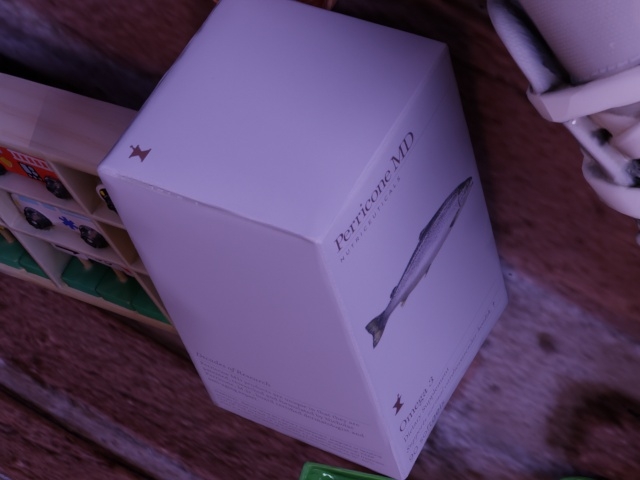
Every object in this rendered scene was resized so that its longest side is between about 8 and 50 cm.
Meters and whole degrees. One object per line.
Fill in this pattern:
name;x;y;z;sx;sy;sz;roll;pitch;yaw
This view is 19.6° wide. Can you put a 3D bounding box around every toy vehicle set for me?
toy vehicle set;-0.126;-0.019;0.942;0.267;0.035;0.166;17;154;33

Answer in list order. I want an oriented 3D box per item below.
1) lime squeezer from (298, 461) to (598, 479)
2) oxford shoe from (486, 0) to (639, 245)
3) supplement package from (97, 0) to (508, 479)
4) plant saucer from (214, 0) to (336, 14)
lime squeezer;0.128;0.122;0.859;0.110;0.059;0.310;46;150;-24
oxford shoe;0.140;-0.041;0.551;0.449;0.130;0.169;49;151;-16
supplement package;0.000;0.000;0.770;0.105;0.105;0.179;20;152;27
plant saucer;-0.028;-0.119;0.741;0.083;0.013;0.083;27;149;17
